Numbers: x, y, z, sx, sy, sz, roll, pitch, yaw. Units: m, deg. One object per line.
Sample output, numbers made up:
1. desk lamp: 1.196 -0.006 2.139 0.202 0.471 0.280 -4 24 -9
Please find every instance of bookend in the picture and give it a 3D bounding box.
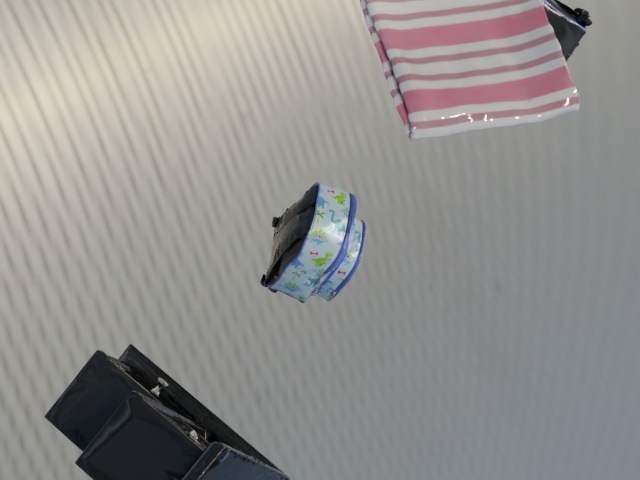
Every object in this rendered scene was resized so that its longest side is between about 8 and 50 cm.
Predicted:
1. bookend: -0.117 0.128 1.151 0.072 0.157 0.156 -51 159 -3

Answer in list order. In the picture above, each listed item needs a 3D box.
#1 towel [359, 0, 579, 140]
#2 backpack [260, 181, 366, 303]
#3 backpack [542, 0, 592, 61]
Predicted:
1. towel: 0.103 -0.174 1.309 0.144 0.029 0.197 -12 74 -20
2. backpack: 0.000 0.000 1.803 0.084 0.114 0.105 20 53 -14
3. backpack: 0.193 -0.242 1.938 0.158 0.173 0.117 31 92 -16
